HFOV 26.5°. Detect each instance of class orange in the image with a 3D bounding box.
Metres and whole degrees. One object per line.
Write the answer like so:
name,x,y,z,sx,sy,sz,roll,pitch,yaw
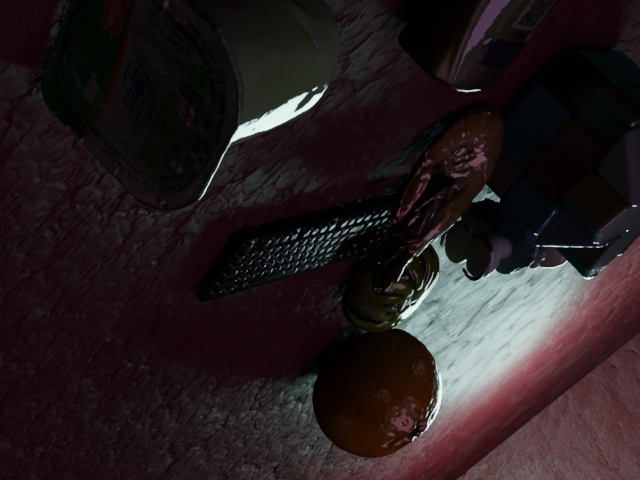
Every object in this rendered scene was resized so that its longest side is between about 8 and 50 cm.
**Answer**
orange,0.076,0.201,1.783,0.178,0.155,0.177,-30,169,-6

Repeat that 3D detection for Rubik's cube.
Rubik's cube,0.325,-0.080,1.548,0.265,0.213,0.224,-13,145,-55

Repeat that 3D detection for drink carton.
drink carton,-0.070,-0.116,0.880,0.142,0.144,0.146,-27,157,-49

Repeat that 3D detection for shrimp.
shrimp,0.119,-0.047,1.438,0.236,0.053,0.133,-50,159,-9

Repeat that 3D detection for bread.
bread,0.084,0.055,1.608,0.130,0.071,0.139,-18,150,-56

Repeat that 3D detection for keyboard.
keyboard,0.000,0.000,1.411,0.310,0.018,0.101,-15,148,-50

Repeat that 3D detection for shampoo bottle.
shampoo bottle,0.201,-0.276,1.104,0.126,0.084,0.350,-10,144,-52

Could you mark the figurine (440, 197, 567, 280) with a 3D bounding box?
figurine,0.251,-0.019,1.687,0.246,0.138,0.110,-13,130,-43
